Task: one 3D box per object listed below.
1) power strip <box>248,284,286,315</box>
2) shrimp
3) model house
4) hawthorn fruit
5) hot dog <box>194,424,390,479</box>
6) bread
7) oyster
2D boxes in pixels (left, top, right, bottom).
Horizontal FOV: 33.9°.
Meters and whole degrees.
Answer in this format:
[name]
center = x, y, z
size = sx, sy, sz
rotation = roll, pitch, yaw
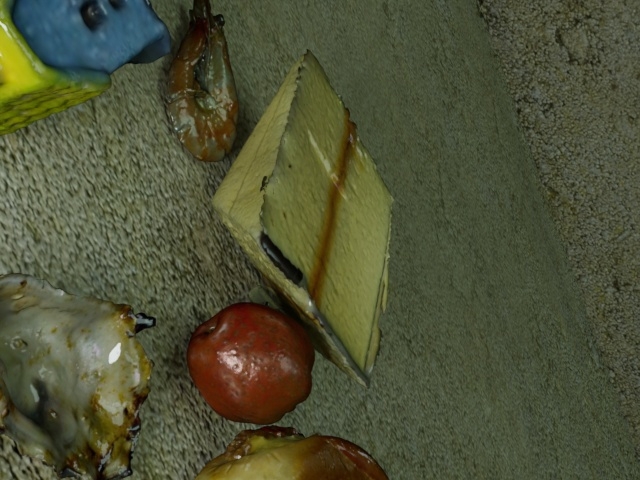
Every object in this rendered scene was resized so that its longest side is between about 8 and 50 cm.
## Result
[power strip]
center = -0.071, 0.117, 1.633
size = 0.076, 0.028, 0.169
rotation = 49, -5, 18
[shrimp]
center = -0.191, -0.268, 1.677
size = 0.154, 0.062, 0.294
rotation = 19, 61, -50
[model house]
center = -0.350, -0.227, 1.172
size = 0.215, 0.237, 0.303
rotation = 63, 30, -19
[hawthorn fruit]
center = -0.101, 0.175, 1.492
size = 0.189, 0.189, 0.189
rotation = 37, 45, -48
[hot dog]
center = -0.008, 0.408, 1.507
size = 0.405, 0.185, 0.223
rotation = 57, 34, -29
[bread]
center = 0.025, -0.046, 1.667
size = 0.346, 0.242, 0.405
rotation = 44, 74, -28
[oyster]
center = -0.321, 0.162, 1.175
size = 0.361, 0.096, 0.221
rotation = 25, 59, -55
